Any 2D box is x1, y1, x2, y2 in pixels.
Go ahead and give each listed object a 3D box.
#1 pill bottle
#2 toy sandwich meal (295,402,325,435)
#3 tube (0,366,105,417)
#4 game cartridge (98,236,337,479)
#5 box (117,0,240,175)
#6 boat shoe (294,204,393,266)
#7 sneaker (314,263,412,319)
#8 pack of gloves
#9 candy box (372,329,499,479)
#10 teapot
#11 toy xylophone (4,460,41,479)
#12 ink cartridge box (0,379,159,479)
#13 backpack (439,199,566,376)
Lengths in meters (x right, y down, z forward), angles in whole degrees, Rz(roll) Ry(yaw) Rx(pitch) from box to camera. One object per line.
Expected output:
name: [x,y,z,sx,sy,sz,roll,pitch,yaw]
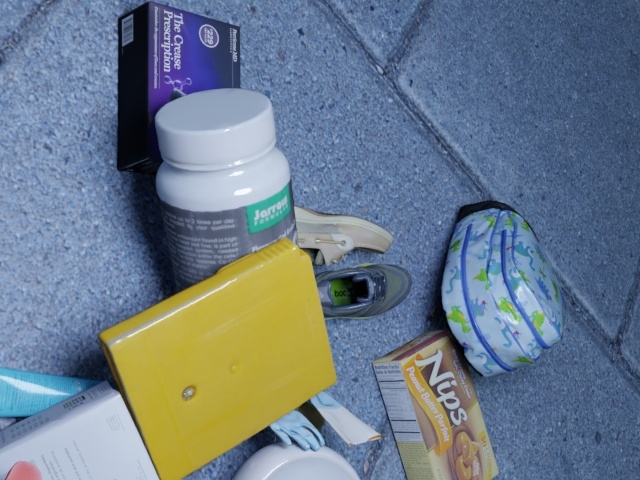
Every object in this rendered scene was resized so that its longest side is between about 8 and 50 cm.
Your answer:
pill bottle: [-0.139,-0.034,1.399,0.204,0.204,0.361,-35,131,-40]
toy sandwich meal: [-0.022,0.310,1.643,0.085,0.029,0.085,12,71,-37]
tube: [-0.406,0.221,1.308,0.207,0.052,0.080,11,70,-34]
game cartridge: [-0.136,0.175,1.344,0.324,0.053,0.285,-28,127,-25]
box: [-0.230,-0.238,1.508,0.184,0.103,0.261,6,78,-43]
boat shoe: [0.000,0.000,1.669,0.302,0.109,0.098,12,80,-34]
sneaker: [0.073,0.098,1.700,0.300,0.121,0.111,-9,89,-42]
pack of gloves: [-0.037,0.262,1.512,0.195,0.232,0.046,2,113,-47]
candy box: [0.232,0.355,1.817,0.183,0.087,0.316,-21,95,-43]
teapot: [-0.058,0.443,1.482,0.256,0.187,0.252,-39,102,-24]
toy xylophone: [-0.298,0.376,1.078,0.323,0.081,0.236,32,26,-21]
ink cartridge box: [-0.347,0.394,1.249,0.272,0.130,0.309,-24,99,-19]
backpack: [0.363,0.109,1.826,0.355,0.273,0.290,-45,114,-47]
